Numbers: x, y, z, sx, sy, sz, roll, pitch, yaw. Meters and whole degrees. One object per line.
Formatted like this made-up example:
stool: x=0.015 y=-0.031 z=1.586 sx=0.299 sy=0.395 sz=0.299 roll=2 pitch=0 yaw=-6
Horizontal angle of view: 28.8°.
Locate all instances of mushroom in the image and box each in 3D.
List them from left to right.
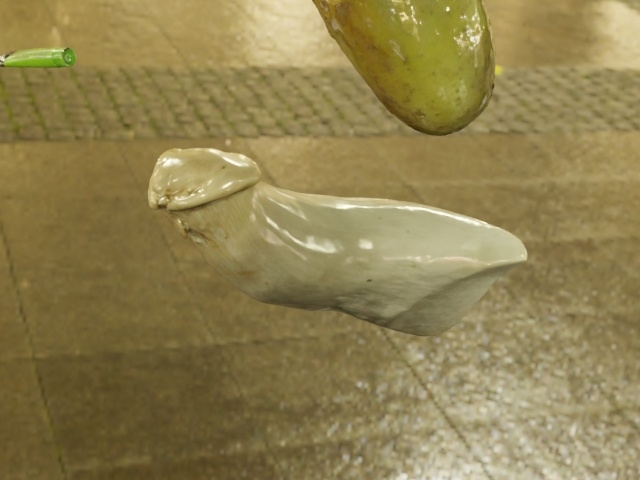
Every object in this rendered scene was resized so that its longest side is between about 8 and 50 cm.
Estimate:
mushroom: x=-0.001 y=0.000 z=1.264 sx=0.397 sy=0.177 sz=0.126 roll=11 pitch=56 yaw=-28

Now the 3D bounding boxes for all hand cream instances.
hand cream: x=-0.335 y=-0.215 z=1.465 sx=0.122 sy=0.023 sz=0.036 roll=7 pitch=40 yaw=39

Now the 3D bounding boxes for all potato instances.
potato: x=0.054 y=-0.222 z=1.003 sx=0.141 sy=0.298 sz=0.176 roll=-10 pitch=16 yaw=25
